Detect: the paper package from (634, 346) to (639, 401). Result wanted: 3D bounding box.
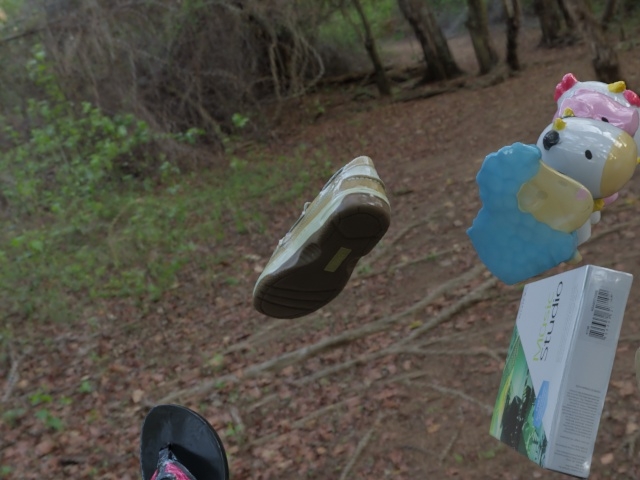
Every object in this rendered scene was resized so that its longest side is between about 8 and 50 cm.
[{"bbox_3d":[0.323,0.160,0.415,0.168,0.325,0.309,2,-27,-6],"label":"paper package"}]

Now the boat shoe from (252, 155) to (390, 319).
[{"bbox_3d":[0.000,0.000,0.687,0.190,0.068,0.072,-44,37,43],"label":"boat shoe"}]

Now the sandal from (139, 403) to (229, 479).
[{"bbox_3d":[-0.097,0.198,0.552,0.067,0.179,0.040,-19,-25,18],"label":"sandal"}]

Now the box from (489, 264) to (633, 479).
[{"bbox_3d":[0.295,0.160,1.027,0.058,0.232,0.322,15,-7,5],"label":"box"}]

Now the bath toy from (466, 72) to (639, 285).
[{"bbox_3d":[0.258,-0.090,0.815,0.151,0.129,0.348,-30,5,38],"label":"bath toy"}]
